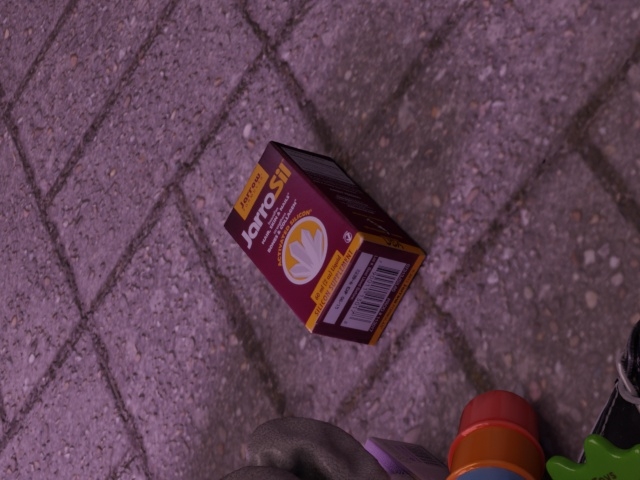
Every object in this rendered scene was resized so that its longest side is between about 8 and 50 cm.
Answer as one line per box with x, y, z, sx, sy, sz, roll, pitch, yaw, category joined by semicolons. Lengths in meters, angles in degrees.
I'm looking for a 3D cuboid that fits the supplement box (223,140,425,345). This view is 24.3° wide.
0.000;0.000;1.381;0.188;0.081;0.104;47;115;47;supplement box

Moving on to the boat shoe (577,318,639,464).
0.252;0.092;1.033;0.301;0.102;0.108;-56;43;22;boat shoe

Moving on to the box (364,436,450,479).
0.136;0.254;1.150;0.324;0.067;0.063;33;105;49;box

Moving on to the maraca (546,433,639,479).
0.227;0.209;0.997;0.185;0.099;0.127;49;134;2;maraca

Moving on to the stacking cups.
0.122;0.212;1.052;0.096;0.096;0.316;-55;3;23;stacking cups

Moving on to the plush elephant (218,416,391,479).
-0.037;0.290;1.127;0.330;0.272;0.255;-42;81;32;plush elephant
